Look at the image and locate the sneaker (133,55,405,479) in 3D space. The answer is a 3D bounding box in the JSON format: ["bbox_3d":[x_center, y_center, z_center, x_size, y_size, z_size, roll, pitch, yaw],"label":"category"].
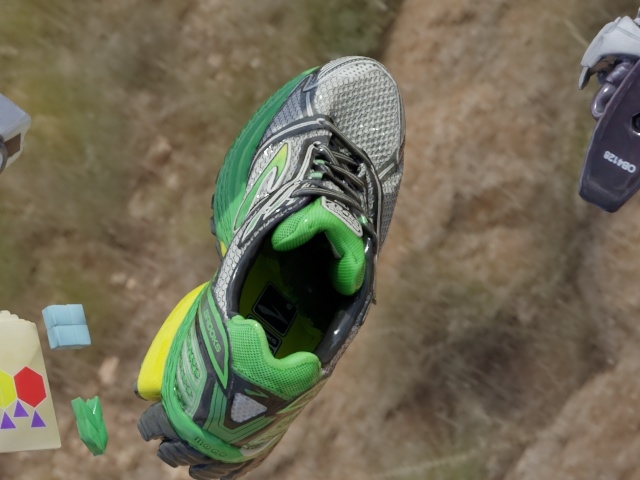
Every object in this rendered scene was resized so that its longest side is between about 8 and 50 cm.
[{"bbox_3d":[0.000,0.000,1.164,0.146,0.134,0.343,-40,24,47],"label":"sneaker"}]

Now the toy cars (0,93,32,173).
[{"bbox_3d":[-0.276,0.043,1.027,0.087,0.176,0.394,102,171,-45],"label":"toy cars"}]

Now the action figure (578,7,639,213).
[{"bbox_3d":[0.211,-0.064,0.850,0.185,0.285,0.099,18,102,17],"label":"action figure"}]

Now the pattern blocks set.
[{"bbox_3d":[-0.341,0.144,1.694,0.026,0.325,0.285,-25,64,36],"label":"pattern blocks set"}]
